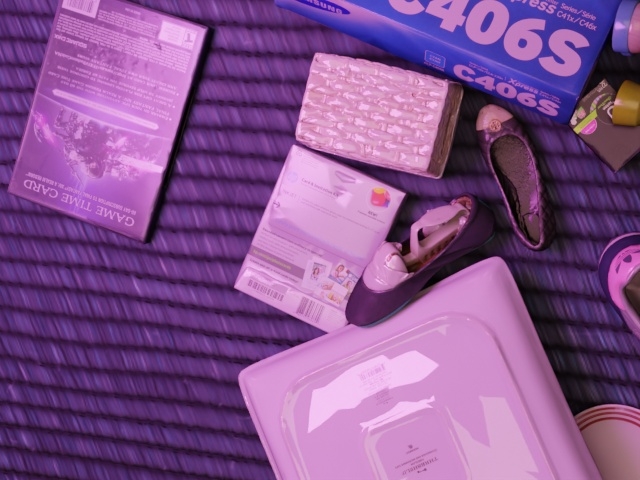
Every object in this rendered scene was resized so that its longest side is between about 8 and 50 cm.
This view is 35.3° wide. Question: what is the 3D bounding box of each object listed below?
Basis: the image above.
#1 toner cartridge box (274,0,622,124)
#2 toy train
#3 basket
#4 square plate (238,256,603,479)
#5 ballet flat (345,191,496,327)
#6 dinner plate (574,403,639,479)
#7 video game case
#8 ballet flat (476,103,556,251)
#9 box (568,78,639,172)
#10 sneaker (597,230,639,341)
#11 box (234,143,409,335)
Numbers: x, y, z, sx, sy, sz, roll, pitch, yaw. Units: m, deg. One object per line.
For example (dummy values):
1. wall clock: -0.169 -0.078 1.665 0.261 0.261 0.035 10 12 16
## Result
1. toner cartridge box: 0.137 -0.269 1.071 0.348 0.075 0.165 24 75 10
2. toy train: 0.358 -0.120 1.004 0.143 0.105 0.248 16 125 30
3. basket: 0.063 -0.139 1.115 0.167 0.103 0.113 15 97 13
4. square plate: 0.105 0.238 1.092 0.347 0.049 0.344 -26 76 15
5. ballet flat: 0.102 0.014 1.113 0.203 0.074 0.074 -35 86 -3
6. dinner plate: 0.330 0.252 1.131 0.141 0.017 0.141 2 96 14
7. video game case: -0.261 -0.156 1.233 0.196 0.026 0.274 20 100 11
8. ballet flat: 0.219 -0.071 1.111 0.057 0.049 0.173 -23 89 14
9. box: 0.310 -0.123 1.083 0.062 0.052 0.083 -43 85 14
10. sneaker: 0.409 0.126 1.041 0.319 0.131 0.112 44 103 6
11. box: 0.000 0.000 1.177 0.145 0.038 0.186 24 101 9
